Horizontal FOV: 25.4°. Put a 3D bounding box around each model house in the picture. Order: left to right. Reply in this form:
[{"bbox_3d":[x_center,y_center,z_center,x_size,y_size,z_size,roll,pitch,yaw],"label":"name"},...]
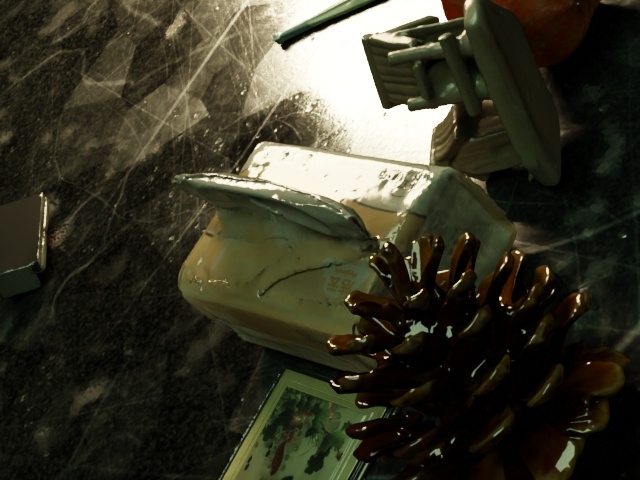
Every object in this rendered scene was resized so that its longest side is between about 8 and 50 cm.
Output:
[{"bbox_3d":[0.144,-0.155,1.473,0.188,0.229,0.122,-4,38,37],"label":"model house"}]

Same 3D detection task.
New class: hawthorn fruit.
[{"bbox_3d":[0.203,-0.282,1.549,0.200,0.179,0.179,13,68,35],"label":"hawthorn fruit"}]

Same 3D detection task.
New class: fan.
[{"bbox_3d":[0.015,-0.305,1.891,0.193,0.016,0.038,-23,47,29],"label":"fan"}]

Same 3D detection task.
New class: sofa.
[{"bbox_3d":[-0.422,0.009,2.028,0.085,0.060,0.147,-19,45,10],"label":"sofa"}]

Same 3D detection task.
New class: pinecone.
[{"bbox_3d":[0.124,0.111,1.250,0.264,0.264,0.264,-26,43,27],"label":"pinecone"}]

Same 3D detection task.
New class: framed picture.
[{"bbox_3d":[-0.024,0.228,1.479,0.199,0.010,0.195,13,68,49],"label":"framed picture"}]

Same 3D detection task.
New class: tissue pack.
[{"bbox_3d":[0.000,0.000,1.477,0.305,0.238,0.238,13,68,49],"label":"tissue pack"}]
